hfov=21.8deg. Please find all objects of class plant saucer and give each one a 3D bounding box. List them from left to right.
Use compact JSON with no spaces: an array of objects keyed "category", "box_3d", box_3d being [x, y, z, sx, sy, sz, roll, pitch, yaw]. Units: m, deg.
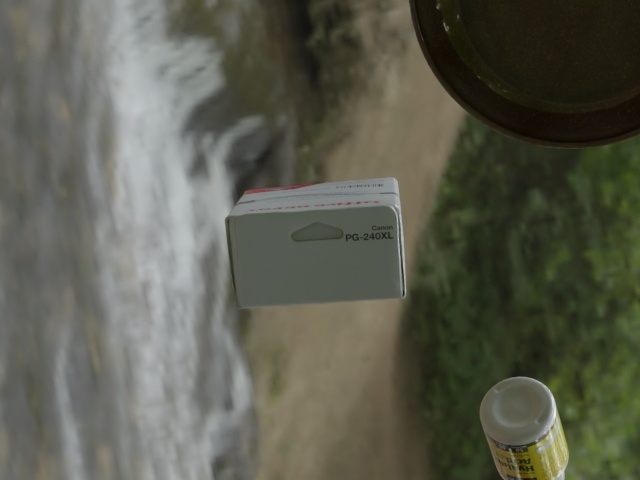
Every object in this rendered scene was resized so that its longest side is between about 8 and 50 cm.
[{"category":"plant saucer","box_3d":[0.153,-0.154,0.996,0.036,0.199,0.198,-18,96,-77]}]

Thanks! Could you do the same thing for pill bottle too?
[{"category":"pill bottle","box_3d":[0.177,0.173,1.417,0.116,0.065,0.065,66,12,-48]}]

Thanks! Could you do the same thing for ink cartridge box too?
[{"category":"ink cartridge box","box_3d":[0.000,0.000,1.093,0.150,0.109,0.063,-75,160,-81]}]
